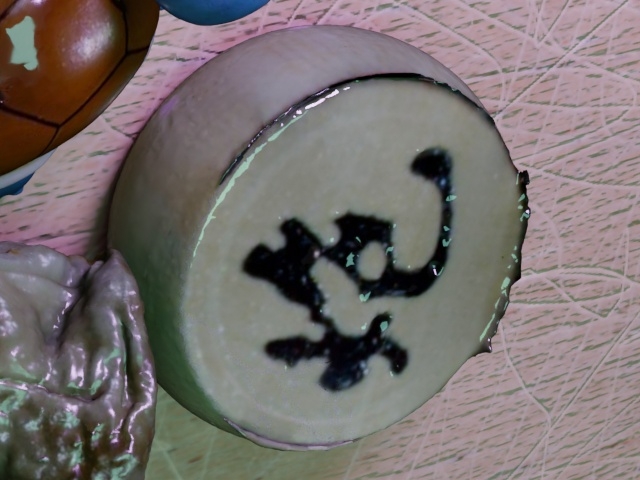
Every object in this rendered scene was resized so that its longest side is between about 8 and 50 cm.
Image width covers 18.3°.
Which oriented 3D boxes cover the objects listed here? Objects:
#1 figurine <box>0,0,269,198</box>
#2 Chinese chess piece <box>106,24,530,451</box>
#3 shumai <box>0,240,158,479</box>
[{"bbox_3d":[-0.214,-0.147,1.381,0.416,0.243,0.298,-30,137,6],"label":"figurine"},{"bbox_3d":[0.000,0.000,1.608,0.349,0.146,0.349,-14,118,-27],"label":"Chinese chess piece"},{"bbox_3d":[-0.245,0.128,1.480,0.203,0.222,0.272,1,84,-24],"label":"shumai"}]
